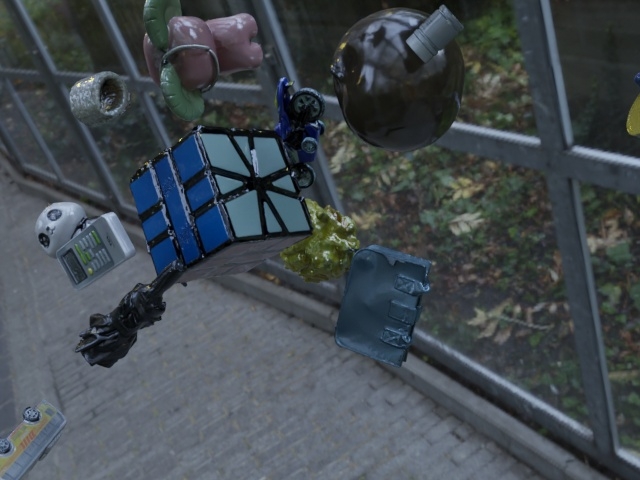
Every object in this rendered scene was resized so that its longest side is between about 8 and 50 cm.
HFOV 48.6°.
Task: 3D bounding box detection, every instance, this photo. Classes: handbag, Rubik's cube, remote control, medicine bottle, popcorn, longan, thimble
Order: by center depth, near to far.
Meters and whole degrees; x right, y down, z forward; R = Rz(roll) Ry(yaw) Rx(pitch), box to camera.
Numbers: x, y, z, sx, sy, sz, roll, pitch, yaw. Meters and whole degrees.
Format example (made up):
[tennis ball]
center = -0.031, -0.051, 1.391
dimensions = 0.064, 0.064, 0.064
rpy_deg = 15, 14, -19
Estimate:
[medicine bottle]
center = 0.205, -0.371, 1.274
dimensions = 0.091, 0.058, 0.058
rpy_deg = -42, 23, 18
[remote control]
center = -0.469, 0.027, 1.470
dimensions = 0.250, 0.103, 0.034
rpy_deg = -25, 4, 45
[longan]
center = 0.160, -0.337, 1.482
dimensions = 0.297, 0.297, 0.297
rpy_deg = -17, 28, 9
[handbag]
center = 0.136, 0.135, 1.492
dimensions = 0.179, 0.229, 0.062
rpy_deg = 17, 14, 22
[thimble]
center = -0.491, -0.317, 1.580
dimensions = 0.090, 0.102, 0.115
rpy_deg = -9, 67, 30
[Rubik's cube]
center = -0.232, -0.080, 1.663
dimensions = 0.283, 0.289, 0.293
rpy_deg = -28, -16, 34
[popcorn]
center = 0.002, 0.004, 1.985
dimensions = 0.249, 0.249, 0.225
rpy_deg = -37, 22, -26

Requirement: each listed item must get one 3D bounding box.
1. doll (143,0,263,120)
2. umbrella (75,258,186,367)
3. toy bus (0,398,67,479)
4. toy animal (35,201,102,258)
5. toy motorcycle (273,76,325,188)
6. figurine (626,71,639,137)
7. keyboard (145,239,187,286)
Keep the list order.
[doll]
center = -0.281, -0.421, 1.580
dimensions = 0.216, 0.284, 0.268
rpy_deg = -6, 19, 22
[umbrella]
center = -0.389, 0.148, 1.475
dimensions = 0.340, 0.118, 0.118
rpy_deg = -43, 18, 28
[toy bus]
center = -0.688, 0.479, 1.633
dimensions = 0.092, 0.106, 0.268
rpy_deg = -53, 4, 22
[toy animal]
center = -0.783, -0.019, 2.246
dimensions = 0.187, 0.235, 0.165
rpy_deg = -64, 8, 2
[toy motorcycle]
center = -0.079, -0.281, 1.901
dimensions = 0.168, 0.315, 0.113
rpy_deg = 14, 38, 7
[figurine]
center = 0.642, -0.199, 1.138
dimensions = 0.275, 0.158, 0.161
rpy_deg = 22, 37, -3
[keyboard]
center = -0.475, 0.071, 2.189
dimensions = 0.013, 0.204, 0.061
rpy_deg = -30, 48, 7
